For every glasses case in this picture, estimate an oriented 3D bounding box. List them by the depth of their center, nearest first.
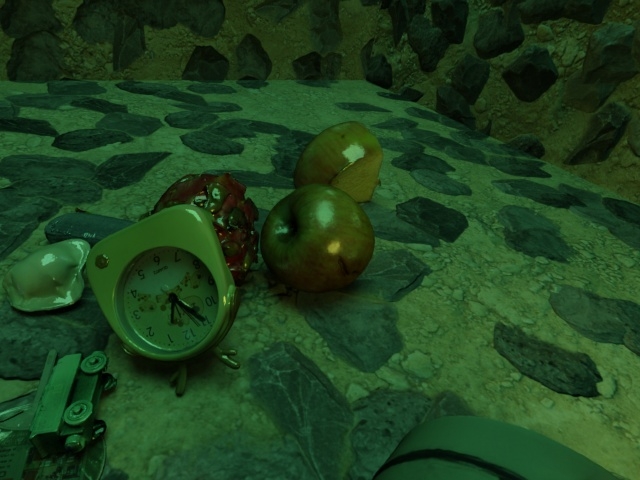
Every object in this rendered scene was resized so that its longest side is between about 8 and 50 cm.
[{"bbox_3d":[-0.519,-0.011,1.036,0.282,0.067,0.109,12,36,-2],"label":"glasses case"}]

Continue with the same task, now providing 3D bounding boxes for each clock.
[{"bbox_3d":[-0.257,0.108,0.761,0.234,0.308,0.096,-24,-2,2],"label":"clock"}]

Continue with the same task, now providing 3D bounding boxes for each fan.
[{"bbox_3d":[-0.418,0.300,0.642,0.223,0.012,0.294,15,33,7],"label":"fan"}]

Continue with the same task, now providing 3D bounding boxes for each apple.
[{"bbox_3d":[0.000,0.000,1.007,0.264,0.265,0.264,7,33,-5],"label":"apple"},{"bbox_3d":[0.055,-0.269,1.494,0.252,0.314,0.309,40,10,-50],"label":"apple"}]

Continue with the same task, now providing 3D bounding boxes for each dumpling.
[{"bbox_3d":[-0.542,0.077,0.871,0.134,0.100,0.169,43,45,19],"label":"dumpling"}]

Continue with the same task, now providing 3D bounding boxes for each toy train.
[{"bbox_3d":[-0.385,0.248,0.666,0.099,0.070,0.172,-5,35,-11],"label":"toy train"}]

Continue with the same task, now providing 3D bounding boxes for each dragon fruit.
[{"bbox_3d":[-0.267,0.008,0.933,0.268,0.250,0.291,-5,60,15],"label":"dragon fruit"}]

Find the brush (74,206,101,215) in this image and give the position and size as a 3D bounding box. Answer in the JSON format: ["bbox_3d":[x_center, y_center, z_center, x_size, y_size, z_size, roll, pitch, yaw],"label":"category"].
[{"bbox_3d":[-0.623,-0.071,1.141,0.083,0.019,0.021,21,24,14],"label":"brush"}]

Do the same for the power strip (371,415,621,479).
[{"bbox_3d":[0.183,0.352,0.417,0.357,0.358,0.161,30,39,28],"label":"power strip"}]
